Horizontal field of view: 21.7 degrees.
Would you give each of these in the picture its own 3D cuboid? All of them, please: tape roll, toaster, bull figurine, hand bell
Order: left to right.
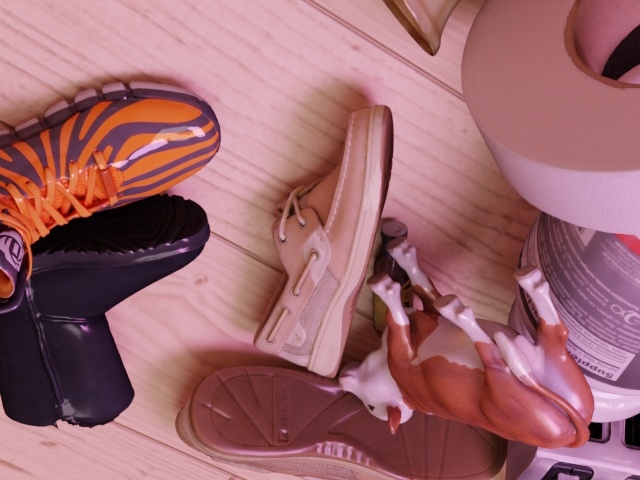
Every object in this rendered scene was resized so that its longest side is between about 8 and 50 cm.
[{"bbox_3d":[0.123,0.105,1.544,0.101,0.310,0.188,-39,119,-30],"label":"bull figurine"},{"bbox_3d":[0.153,-0.277,1.398,0.242,0.126,0.126,-37,126,1],"label":"hand bell"},{"bbox_3d":[0.283,0.181,1.701,0.168,0.185,0.110,12,152,-9],"label":"toaster"},{"bbox_3d":[0.300,-0.166,1.310,0.392,0.392,0.072,-25,128,8],"label":"tape roll"}]

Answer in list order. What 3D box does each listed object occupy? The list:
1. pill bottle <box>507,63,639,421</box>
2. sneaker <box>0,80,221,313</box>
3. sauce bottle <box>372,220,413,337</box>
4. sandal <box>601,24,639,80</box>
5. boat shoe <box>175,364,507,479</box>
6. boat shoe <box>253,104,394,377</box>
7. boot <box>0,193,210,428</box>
[{"bbox_3d":[0.295,0.013,1.502,0.210,0.210,0.363,-1,151,-11],"label":"pill bottle"},{"bbox_3d":[-0.235,-0.024,1.443,0.321,0.180,0.124,-16,128,1],"label":"sneaker"},{"bbox_3d":[0.072,0.039,1.640,0.042,0.042,0.128,-6,130,-6],"label":"sauce bottle"},{"bbox_3d":[0.290,-0.168,1.528,0.255,0.054,0.097,-25,121,20],"label":"sandal"},{"bbox_3d":[0.023,0.190,1.715,0.341,0.121,0.110,10,161,-16],"label":"boat shoe"},{"bbox_3d":[0.000,0.000,1.559,0.098,0.109,0.302,15,129,1],"label":"boat shoe"},{"bbox_3d":[-0.204,0.072,1.575,0.247,0.094,0.207,-10,125,5],"label":"boot"}]
